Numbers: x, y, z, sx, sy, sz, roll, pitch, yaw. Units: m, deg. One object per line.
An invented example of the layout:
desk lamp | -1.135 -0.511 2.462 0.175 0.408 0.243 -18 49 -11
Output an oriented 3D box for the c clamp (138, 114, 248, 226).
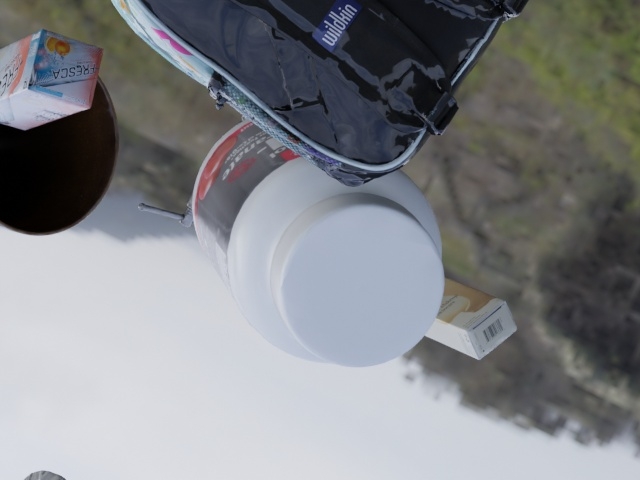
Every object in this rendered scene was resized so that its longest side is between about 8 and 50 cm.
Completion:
c clamp | -0.077 -0.073 1.809 0.137 0.160 0.022 21 -161 -48

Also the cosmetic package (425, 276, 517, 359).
cosmetic package | 0.149 0.081 2.053 0.115 0.060 0.041 21 142 52

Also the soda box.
soda box | -0.261 -0.144 1.746 0.063 0.058 0.183 16 169 -25

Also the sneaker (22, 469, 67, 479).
sneaker | -0.283 0.370 2.325 0.232 0.090 0.115 40 175 31

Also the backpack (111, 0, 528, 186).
backpack | -0.013 -0.184 1.258 0.253 0.225 0.191 34 175 -10

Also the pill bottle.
pill bottle | 0.000 0.000 1.601 0.176 0.176 0.318 26 -173 -17

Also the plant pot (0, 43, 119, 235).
plant pot | -0.384 -0.114 2.193 0.215 0.215 0.230 26 164 -39
